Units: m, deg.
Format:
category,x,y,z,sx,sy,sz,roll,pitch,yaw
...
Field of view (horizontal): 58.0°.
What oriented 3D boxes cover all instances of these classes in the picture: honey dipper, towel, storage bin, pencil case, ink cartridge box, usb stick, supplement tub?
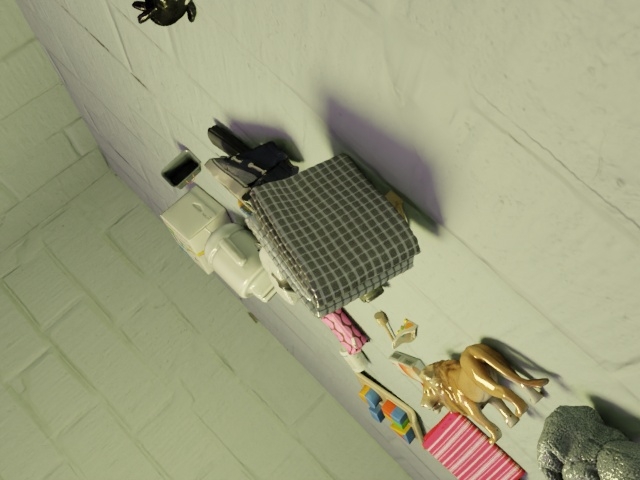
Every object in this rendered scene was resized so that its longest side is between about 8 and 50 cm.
category,x,y,z,sx,sy,sz,roll,pitch,yaw
honey dipper,0.198,0.267,1.714,0.030,0.030,0.161,29,158,45
towel,0.462,0.662,1.780,0.275,0.031,0.199,41,124,19
storage bin,-0.488,-0.243,2.081,0.098,0.135,0.091,45,174,8
pencil case,0.068,0.290,1.968,0.209,0.095,0.098,49,-167,-5
ink cartridge box,-0.483,-0.042,2.367,0.198,0.197,0.270,37,160,28
usb stick,-0.209,-0.230,1.570,0.278,0.045,0.077,37,159,29
ink cartridge box,0.303,0.430,1.791,0.179,0.045,0.145,55,162,-14
supplement tub,0.126,0.437,2.178,0.107,0.071,0.071,56,161,-23
towel,0.017,-0.024,1.100,0.284,0.235,0.121,53,161,25

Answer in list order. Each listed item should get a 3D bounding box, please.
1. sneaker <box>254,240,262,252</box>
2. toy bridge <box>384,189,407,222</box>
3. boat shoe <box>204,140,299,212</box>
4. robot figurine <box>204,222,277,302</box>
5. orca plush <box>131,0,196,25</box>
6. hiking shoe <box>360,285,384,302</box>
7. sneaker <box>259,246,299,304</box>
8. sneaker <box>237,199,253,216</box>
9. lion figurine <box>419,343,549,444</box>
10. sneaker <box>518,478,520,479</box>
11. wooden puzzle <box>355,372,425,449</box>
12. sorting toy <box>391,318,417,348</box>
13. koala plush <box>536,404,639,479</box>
category,x,y,z,sx,sy,sz,roll,pitch,yaw
sneaker,-0.131,0.053,1.927,0.226,0.086,0.163,30,158,47
toy bridge,0.148,-0.034,1.180,0.063,0.026,0.188,42,162,16
boat shoe,-0.170,-0.177,1.439,0.127,0.158,0.340,45,176,-36
robot figurine,-0.294,0.074,2.169,0.353,0.200,0.300,42,170,16
orca plush,-0.364,-0.511,1.234,0.287,0.102,0.151,23,150,54
hiking shoe,0.081,0.091,1.553,0.226,0.086,0.114,6,123,57
sneaker,-0.083,0.067,1.736,0.101,0.153,0.269,35,156,36
sneaker,-0.099,-0.048,1.655,0.296,0.112,0.131,43,-177,13
lion figurine,0.359,0.320,1.320,0.240,0.142,0.392,48,150,25
sneaker,0.542,0.744,1.854,0.227,0.087,0.130,7,168,36
wooden puzzle,0.276,0.706,2.388,0.347,0.080,0.322,33,158,39
sorting toy,0.220,0.258,1.560,0.045,0.075,0.083,39,160,25
koala plush,0.510,0.397,1.003,0.203,0.196,0.221,59,166,-3
